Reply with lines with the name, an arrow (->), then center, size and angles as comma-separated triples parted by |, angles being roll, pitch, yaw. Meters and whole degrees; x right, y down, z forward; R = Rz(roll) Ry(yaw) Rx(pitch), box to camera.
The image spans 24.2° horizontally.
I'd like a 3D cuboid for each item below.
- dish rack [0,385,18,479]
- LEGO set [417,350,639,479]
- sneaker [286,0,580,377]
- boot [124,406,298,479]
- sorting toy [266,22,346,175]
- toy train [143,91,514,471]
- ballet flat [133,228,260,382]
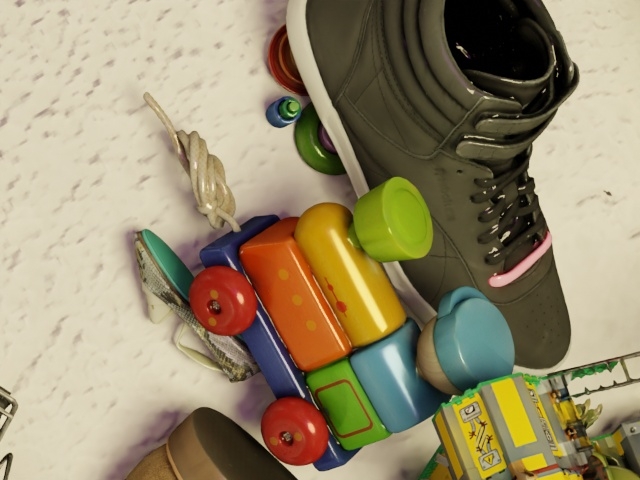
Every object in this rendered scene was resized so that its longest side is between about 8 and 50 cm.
dish rack -> -0.157, 0.224, 0.823 | 0.271, 0.074, 0.208 | 37, 111, -17
LEGO set -> 0.207, 0.179, 0.857 | 0.331, 0.255, 0.192 | -9, 64, -25
sneaker -> 0.099, -0.039, 0.877 | 0.104, 0.147, 0.296 | -39, 108, -30
boot -> -0.007, 0.243, 0.897 | 0.115, 0.112, 0.305 | -43, 97, 11
sorting toy -> -0.001, -0.088, 0.924 | 0.061, 0.042, 0.102 | -25, 95, -14
toy train -> 0.000, 0.000, 0.856 | 0.105, 0.143, 0.248 | -35, 98, -53
ballet flat -> -0.081, 0.045, 0.903 | 0.114, 0.041, 0.041 | 45, 79, -8
